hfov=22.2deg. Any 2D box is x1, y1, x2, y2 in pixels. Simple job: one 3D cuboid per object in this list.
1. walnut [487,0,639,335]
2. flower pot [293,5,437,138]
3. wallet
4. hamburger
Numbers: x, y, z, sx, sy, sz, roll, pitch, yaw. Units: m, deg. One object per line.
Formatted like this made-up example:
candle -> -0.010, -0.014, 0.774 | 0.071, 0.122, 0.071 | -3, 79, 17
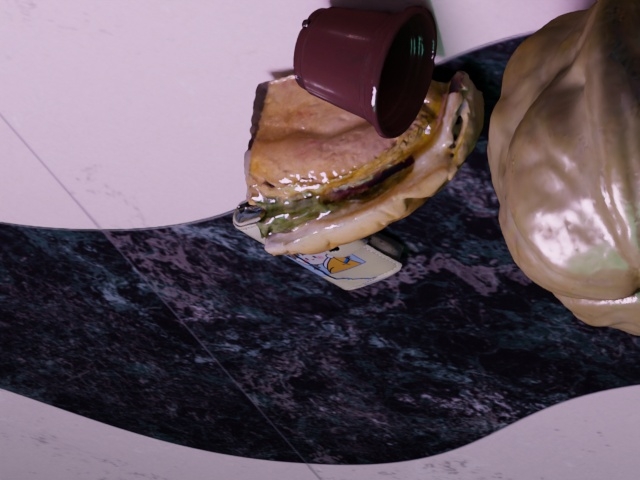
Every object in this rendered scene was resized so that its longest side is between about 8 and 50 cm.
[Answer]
walnut -> 0.262, -0.064, 1.188 | 0.253, 0.277, 0.282 | 30, 137, -16
flower pot -> 0.032, -0.146, 1.330 | 0.089, 0.111, 0.111 | 17, 156, 24
wallet -> 0.000, 0.000, 1.676 | 0.155, 0.039, 0.110 | 29, 150, -32
hamburger -> 0.048, -0.064, 1.427 | 0.207, 0.155, 0.135 | -7, 152, 20
